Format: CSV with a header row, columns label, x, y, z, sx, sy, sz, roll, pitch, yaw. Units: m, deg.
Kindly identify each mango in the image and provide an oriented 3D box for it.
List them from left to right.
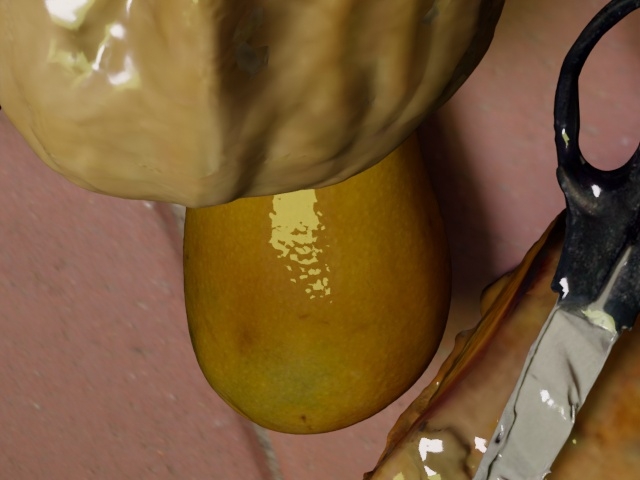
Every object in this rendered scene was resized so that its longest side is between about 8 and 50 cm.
label,x,y,z,sx,sy,sz,roll,pitch,yaw
mango,0.000,0.000,0.792,0.138,0.113,0.253,31,138,23

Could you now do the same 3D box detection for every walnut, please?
label,x,y,z,sx,sy,sz,roll,pitch,yaw
walnut,-0.035,-0.134,0.587,0.225,0.225,0.261,19,135,18

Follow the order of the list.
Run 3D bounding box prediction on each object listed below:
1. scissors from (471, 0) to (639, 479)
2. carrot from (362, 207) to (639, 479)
label,x,y,z,sx,sy,sz,roll,pitch,yaw
scissors,0.099,0.038,0.634,0.109,0.300,0.022,28,173,6
carrot,0.195,0.141,0.720,0.340,0.224,0.224,35,144,6
